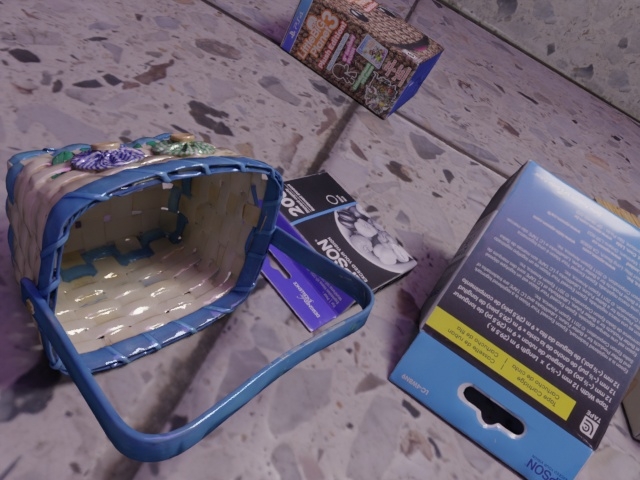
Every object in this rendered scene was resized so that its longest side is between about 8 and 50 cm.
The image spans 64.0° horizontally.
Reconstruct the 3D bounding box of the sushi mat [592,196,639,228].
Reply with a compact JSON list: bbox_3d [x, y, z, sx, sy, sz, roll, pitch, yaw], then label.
[{"bbox_3d":[0.746,0.017,1.194,0.152,0.019,0.316,21,38,-12],"label":"sushi mat"}]

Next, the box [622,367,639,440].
[{"bbox_3d":[0.557,0.181,0.818,0.148,0.121,0.311,28,38,-6],"label":"box"}]

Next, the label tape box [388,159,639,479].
[{"bbox_3d":[0.276,0.106,0.676,0.249,0.115,0.347,35,79,5],"label":"label tape box"}]

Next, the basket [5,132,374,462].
[{"bbox_3d":[-0.128,0.025,0.450,0.289,0.201,0.255,38,36,23],"label":"basket"}]

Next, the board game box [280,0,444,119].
[{"bbox_3d":[0.102,-0.442,1.172,0.291,0.141,0.232,36,38,5],"label":"board game box"}]

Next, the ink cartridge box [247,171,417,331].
[{"bbox_3d":[0.000,0.000,0.697,0.208,0.045,0.206,-23,63,-45],"label":"ink cartridge box"}]
